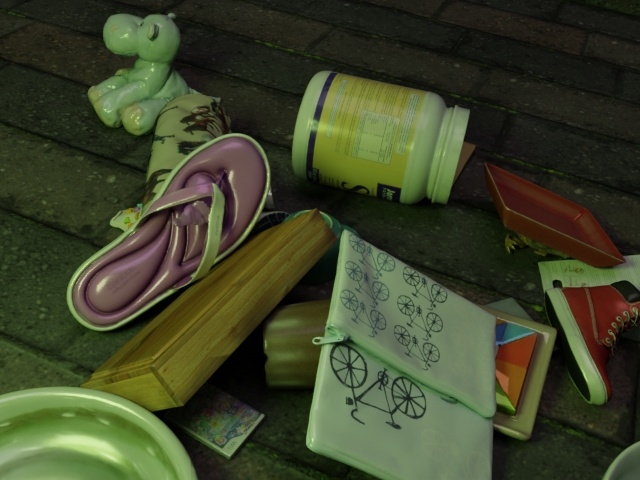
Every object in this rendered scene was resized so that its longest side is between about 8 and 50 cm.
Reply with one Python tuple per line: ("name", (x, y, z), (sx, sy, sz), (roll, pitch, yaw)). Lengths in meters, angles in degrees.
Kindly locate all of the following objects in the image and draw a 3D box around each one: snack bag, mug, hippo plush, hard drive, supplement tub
("snack bag", (0.130, 0.187, 0.970), (0.323, 0.037, 0.342), (31, 48, -21))
("mug", (-0.009, -0.002, 1.305), (0.129, 0.097, 0.158), (33, 46, 28))
("hippo plush", (-0.404, -0.396, 1.616), (0.294, 0.236, 0.234), (10, 39, 3))
("hard drive", (0.337, 0.161, 1.218), (0.094, 0.022, 0.135), (-12, 43, -23))
("supplement tub", (0.127, -0.211, 1.469), (0.331, 0.241, 0.241), (14, 40, 9))

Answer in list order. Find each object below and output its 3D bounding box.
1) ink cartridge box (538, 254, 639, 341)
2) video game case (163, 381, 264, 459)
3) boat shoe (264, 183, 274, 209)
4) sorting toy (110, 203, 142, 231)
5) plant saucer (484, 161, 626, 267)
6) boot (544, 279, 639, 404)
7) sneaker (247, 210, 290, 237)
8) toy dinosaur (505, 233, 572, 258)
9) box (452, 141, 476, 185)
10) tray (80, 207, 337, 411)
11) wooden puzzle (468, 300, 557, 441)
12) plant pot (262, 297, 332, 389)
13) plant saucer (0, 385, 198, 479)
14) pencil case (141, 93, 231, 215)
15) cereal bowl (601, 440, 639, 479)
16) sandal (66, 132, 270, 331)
("ink cartridge box", (0.543, 0.108, 1.310), (0.232, 0.066, 0.189), (-8, 37, 14))
("video game case", (-0.156, 0.261, 1.030), (0.122, 0.011, 0.087), (25, 42, 20))
("boat shoe", (-0.137, -0.113, 1.441), (0.063, 0.066, 0.184), (-14, 36, -9))
("sorting toy", (-0.368, -0.046, 1.358), (0.075, 0.044, 0.083), (0, 35, 22))
("plant saucer", (0.448, -0.046, 1.391), (0.259, 0.047, 0.258), (24, 25, -8))
("boot", (0.490, 0.159, 1.159), (0.176, 0.088, 0.244), (-8, 39, 7))
("sneaker", (-0.122, -0.043, 1.377), (0.135, 0.052, 0.058), (-7, 34, -19))
("toy dinosaur", (0.419, -0.012, 1.427), (0.112, 0.064, 0.211), (-7, 41, -49))
("box", (0.263, -0.198, 1.648), (0.164, 0.021, 0.201), (21, 41, 17))
("tray", (-0.159, 0.102, 1.082), (0.203, 0.076, 0.411), (-22, 18, 43))
("wooden puzzle", (0.255, 0.188, 1.130), (0.221, 0.044, 0.238), (17, 47, 16))
("plant pot", (-0.002, 0.160, 1.069), (0.165, 0.167, 0.167), (-3, 40, -2))
("plant saucer", (-0.340, 0.356, 0.816), (0.401, 0.100, 0.400), (5, 39, -4))
("pencil case", (-0.252, -0.140, 1.389), (0.184, 0.160, 0.410), (12, 37, -18))
("cereal bowl", (0.481, 0.413, 0.838), (0.339, 0.141, 0.339), (4, 40, -3))
("sandal", (-0.230, -0.005, 1.140), (0.169, 0.102, 0.416), (45, 80, -13))
